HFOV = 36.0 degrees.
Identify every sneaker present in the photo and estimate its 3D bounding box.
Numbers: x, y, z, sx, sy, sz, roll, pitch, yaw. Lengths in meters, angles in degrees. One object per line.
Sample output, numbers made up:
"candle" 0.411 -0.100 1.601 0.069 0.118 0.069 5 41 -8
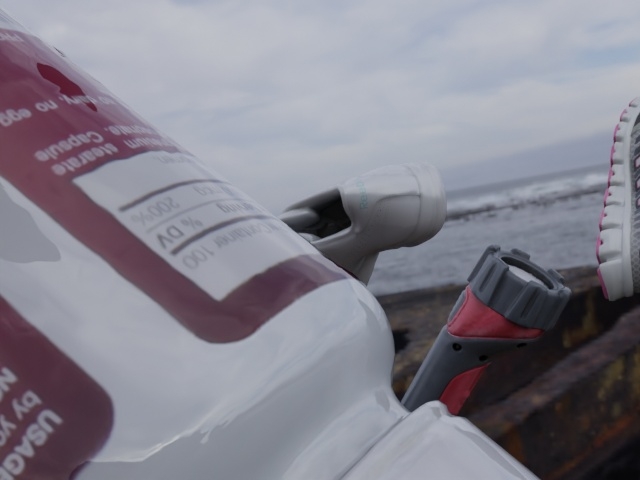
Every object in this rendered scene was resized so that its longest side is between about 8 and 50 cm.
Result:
"sneaker" 0.225 -0.029 0.638 0.075 0.063 0.170 4 48 22
"sneaker" 0.000 0.000 0.733 0.094 0.080 0.212 -3 -23 -29

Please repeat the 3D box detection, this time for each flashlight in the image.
"flashlight" 0.153 0.154 1.060 0.103 0.304 0.103 8 26 -40

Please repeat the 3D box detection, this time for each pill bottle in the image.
"pill bottle" -0.111 0.058 0.420 0.224 0.392 0.224 -46 -19 -20
